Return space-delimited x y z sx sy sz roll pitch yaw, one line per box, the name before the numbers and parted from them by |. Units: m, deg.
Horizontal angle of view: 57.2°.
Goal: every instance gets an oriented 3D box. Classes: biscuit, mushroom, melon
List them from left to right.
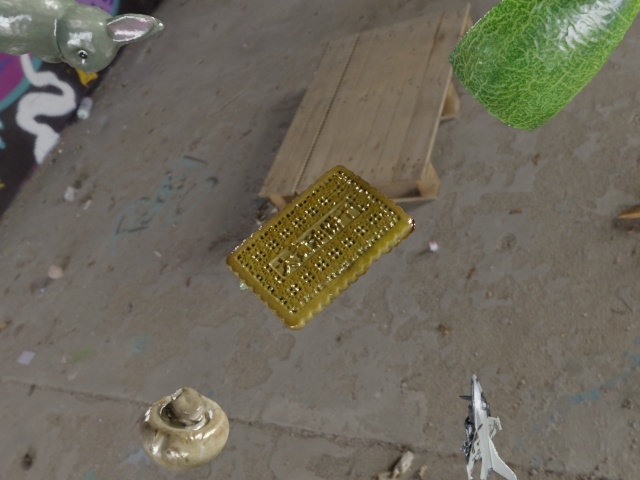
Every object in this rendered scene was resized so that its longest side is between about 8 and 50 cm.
mushroom | -0.257 0.351 1.102 0.166 0.127 0.166 3 26 -2
biscuit | 0.000 0.000 0.874 0.254 0.029 0.172 -41 60 -16
melon | 0.345 -0.313 0.873 0.124 0.196 0.323 -50 0 -27

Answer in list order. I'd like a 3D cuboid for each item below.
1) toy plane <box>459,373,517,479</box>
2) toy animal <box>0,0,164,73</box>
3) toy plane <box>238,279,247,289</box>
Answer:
toy plane | 0.297 0.356 1.105 0.082 0.234 0.160 -15 11 42
toy animal | -0.339 -0.278 0.777 0.236 0.138 0.108 19 104 5
toy plane | -0.111 0.040 1.044 0.111 0.040 0.102 -49 34 -8
